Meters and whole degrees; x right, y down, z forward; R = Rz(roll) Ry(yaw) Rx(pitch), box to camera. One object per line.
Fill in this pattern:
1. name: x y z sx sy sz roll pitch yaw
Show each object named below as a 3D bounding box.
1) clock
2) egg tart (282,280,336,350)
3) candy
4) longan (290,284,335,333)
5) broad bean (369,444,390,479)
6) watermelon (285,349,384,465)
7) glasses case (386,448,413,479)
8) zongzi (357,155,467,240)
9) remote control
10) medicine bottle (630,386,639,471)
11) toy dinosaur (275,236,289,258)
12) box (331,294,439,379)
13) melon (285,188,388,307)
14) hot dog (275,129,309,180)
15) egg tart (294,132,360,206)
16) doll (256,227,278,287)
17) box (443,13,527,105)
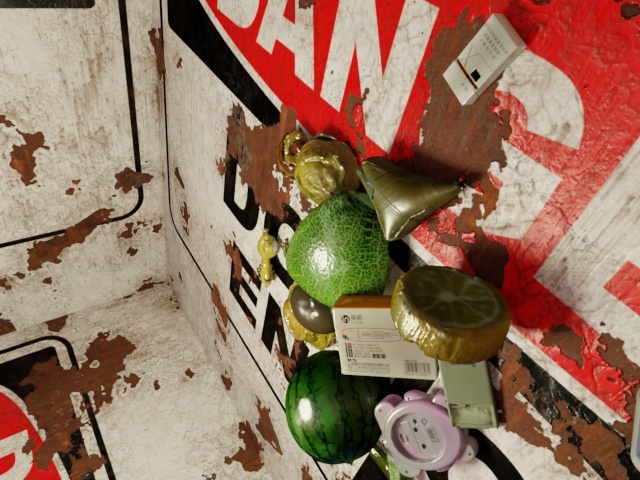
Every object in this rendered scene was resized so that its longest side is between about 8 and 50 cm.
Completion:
1. clock: 0.293 0.531 1.253 0.248 0.090 0.227 -27 82 31
2. egg tart: -0.055 0.288 1.706 0.294 0.123 0.294 33 133 44
3. candy: 0.281 0.157 0.984 0.260 0.260 0.118 41 136 41
4. longan: 0.006 0.218 1.504 0.220 0.196 0.196 10 115 41
5. broad bean: 0.214 0.764 1.580 0.325 0.067 0.075 43 126 35
6. watermelon: 0.047 0.542 1.467 0.363 0.363 0.363 33 131 46
7. glasses case: 0.252 0.654 1.434 0.062 0.095 0.272 11 114 47
8. zongzi: 0.210 -0.150 1.084 0.256 0.115 0.228 -44 64 49
9. remote control: 0.363 0.341 1.115 0.123 0.038 0.285 -10 101 26
10. medicine bottle: 0.578 0.300 0.736 0.103 0.103 0.186 19 121 53
11. toy dinosaur: -0.136 0.054 1.797 0.162 0.039 0.126 21 127 63
12. box: 0.179 0.258 1.218 0.274 0.091 0.220 -1 108 18
13. melon: 0.068 0.019 1.301 0.331 0.226 0.343 33 142 25
14. hot dog: -0.100 -0.277 1.505 0.146 0.103 0.213 65 150 8
15. egg tart: 0.004 -0.194 1.341 0.232 0.098 0.252 -27 83 35
16. doll: -0.226 0.074 1.898 0.117 0.086 0.291 -115 25 -47
17. box: 0.315 -0.349 0.875 0.084 0.040 0.154 62 147 15
